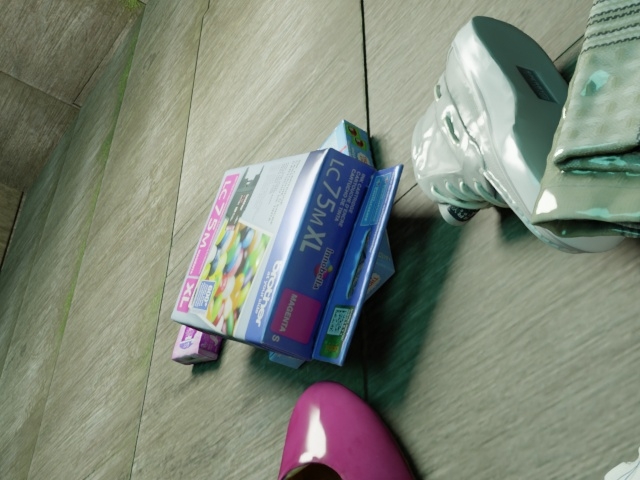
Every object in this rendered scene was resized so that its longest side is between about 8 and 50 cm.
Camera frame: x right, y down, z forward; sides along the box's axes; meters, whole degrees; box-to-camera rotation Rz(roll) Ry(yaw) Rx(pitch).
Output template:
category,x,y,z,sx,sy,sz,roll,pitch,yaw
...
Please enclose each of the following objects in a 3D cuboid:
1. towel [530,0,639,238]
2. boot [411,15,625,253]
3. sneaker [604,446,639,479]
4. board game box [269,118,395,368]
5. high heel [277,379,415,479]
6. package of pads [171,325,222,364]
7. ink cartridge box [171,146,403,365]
category,x,y,z,sx,sy,sz,roll,pitch,yaw
towel,0.261,-0.146,0.385,0.312,0.056,0.324,2,69,46
boot,0.134,-0.050,0.604,0.258,0.095,0.123,-96,25,-50
sneaker,0.150,0.143,0.366,0.297,0.111,0.129,-67,20,-6
board game box,0.000,0.000,0.845,0.160,0.039,0.211,-48,30,32
high heel,-0.026,0.221,0.535,0.127,0.181,0.377,-51,29,26
package of pads,-0.151,0.124,1.029,0.083,0.032,0.050,-22,50,55
ink cartridge box,-0.046,0.012,0.811,0.311,0.065,0.185,1,70,61
